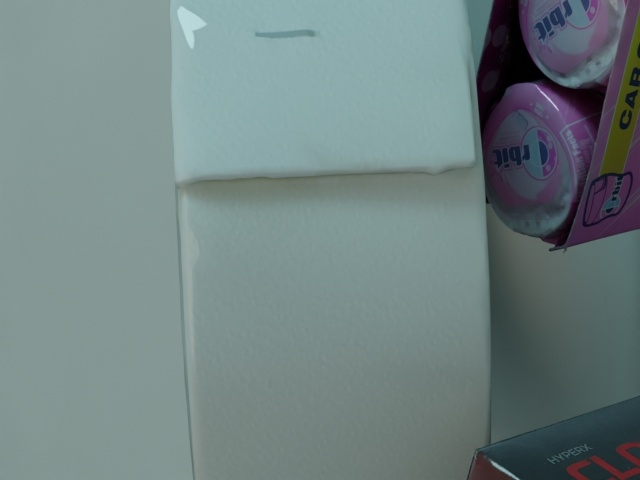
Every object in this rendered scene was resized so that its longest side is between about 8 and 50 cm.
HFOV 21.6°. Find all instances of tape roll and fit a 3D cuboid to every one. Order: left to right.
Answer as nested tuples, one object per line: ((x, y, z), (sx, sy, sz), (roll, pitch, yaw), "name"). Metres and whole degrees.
((0.000, 0.000, 0.655), (0.286, 0.100, 0.286), (178, 90, -89), "tape roll")

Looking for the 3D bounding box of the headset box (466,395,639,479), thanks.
((0.185, 0.138, 0.498), (0.293, 0.218, 0.110), (34, 123, 40), "headset box")

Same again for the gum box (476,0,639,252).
((0.120, -0.091, 0.600), (0.062, 0.107, 0.188), (34, 124, 40), "gum box")
